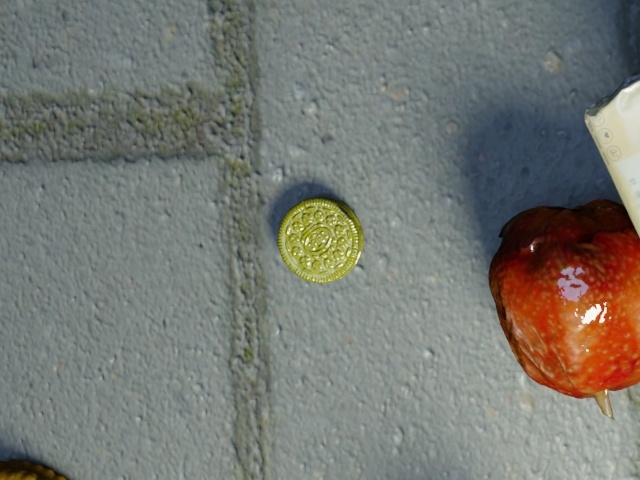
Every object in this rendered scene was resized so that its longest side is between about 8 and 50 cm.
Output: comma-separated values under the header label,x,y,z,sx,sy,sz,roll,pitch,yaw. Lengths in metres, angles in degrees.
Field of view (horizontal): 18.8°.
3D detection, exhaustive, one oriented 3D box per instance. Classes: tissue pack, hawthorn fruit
label,x,y,z,sx,sy,sz,roll,pitch,yaw
tissue pack,0.326,-0.048,1.670,0.090,0.186,0.222,-24,89,30
hawthorn fruit,0.226,0.050,1.718,0.173,0.173,0.179,19,125,14

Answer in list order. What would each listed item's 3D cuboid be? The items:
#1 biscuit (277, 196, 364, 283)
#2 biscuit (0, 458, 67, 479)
label,x,y,z,sx,sy,sz,roll,pitch,yaw
biscuit,0.000,0.000,1.852,0.084,0.023,0.084,2,96,17
biscuit,-0.308,0.331,1.953,0.220,0.066,0.220,1,95,17
